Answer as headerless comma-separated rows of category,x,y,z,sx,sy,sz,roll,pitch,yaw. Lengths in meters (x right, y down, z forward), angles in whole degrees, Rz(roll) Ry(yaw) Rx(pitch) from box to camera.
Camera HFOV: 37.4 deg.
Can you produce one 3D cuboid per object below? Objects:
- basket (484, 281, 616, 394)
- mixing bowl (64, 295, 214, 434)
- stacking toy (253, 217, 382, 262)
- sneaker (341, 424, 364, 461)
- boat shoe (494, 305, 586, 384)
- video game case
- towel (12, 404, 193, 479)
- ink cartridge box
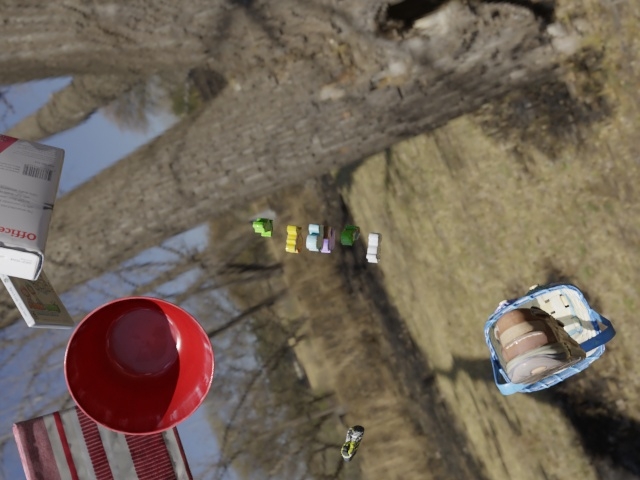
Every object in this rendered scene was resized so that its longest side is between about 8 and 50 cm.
basket,0.465,0.210,1.976,0.201,0.254,0.289,60,-174,-13
mixing bowl,-0.228,0.145,1.202,0.098,0.181,0.181,-125,14,-75
stacking toy,0.000,0.000,1.584,0.221,0.167,0.052,15,-100,-73
sneaker,0.063,0.406,1.890,0.083,0.031,0.035,-53,-25,-40
boat shoe,0.353,0.162,1.537,0.116,0.123,0.324,67,-169,15
video game case,-0.537,0.103,1.777,0.143,0.019,0.157,56,-173,13
towel,-0.452,0.451,1.979,0.037,0.329,0.237,-42,65,55
ink cartridge box,-0.520,-0.059,1.551,0.092,0.158,0.218,125,153,-50
